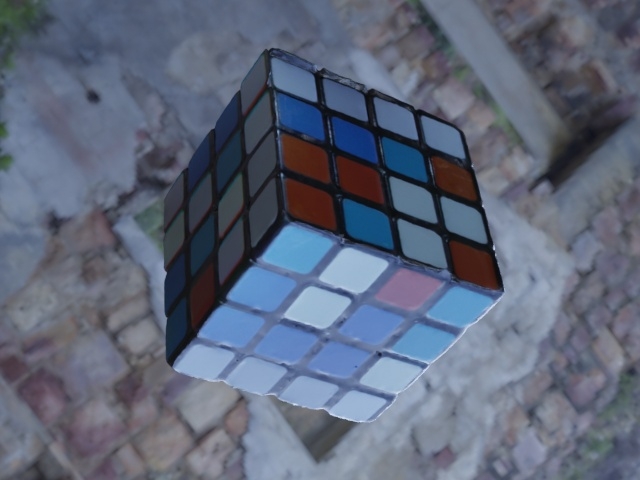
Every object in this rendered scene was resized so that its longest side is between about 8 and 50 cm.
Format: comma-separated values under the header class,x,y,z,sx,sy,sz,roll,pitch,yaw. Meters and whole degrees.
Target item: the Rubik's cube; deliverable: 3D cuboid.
class,x,y,z,sx,sy,sz,roll,pitch,yaw
Rubik's cube,0.000,0.000,0.760,0.151,0.154,0.155,-49,-148,36
